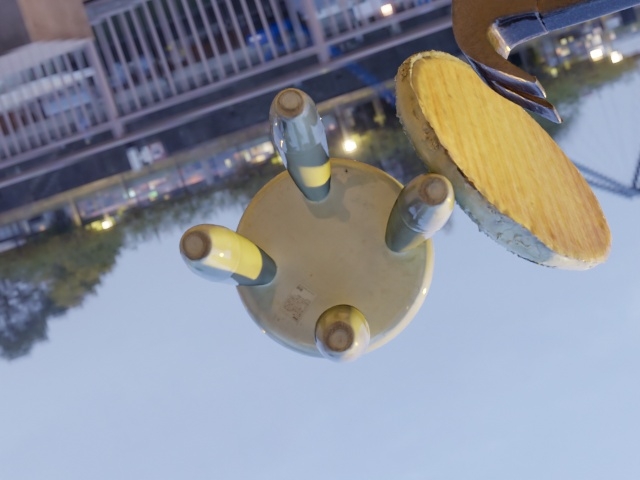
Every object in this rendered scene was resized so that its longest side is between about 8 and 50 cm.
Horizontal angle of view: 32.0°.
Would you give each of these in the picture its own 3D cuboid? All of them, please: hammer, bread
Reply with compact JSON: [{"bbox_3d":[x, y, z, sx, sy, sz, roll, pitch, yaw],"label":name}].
[{"bbox_3d":[0.201,-0.141,0.555,0.289,0.137,0.037,-10,145,30],"label":"hammer"},{"bbox_3d":[0.170,-0.072,1.051,0.040,0.267,0.267,-44,172,29],"label":"bread"}]

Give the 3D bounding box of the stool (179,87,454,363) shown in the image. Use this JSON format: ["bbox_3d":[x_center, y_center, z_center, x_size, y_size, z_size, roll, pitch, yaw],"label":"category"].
[{"bbox_3d":[0.000,0.000,0.991,0.195,0.195,0.199,-57,168,-5],"label":"stool"}]
